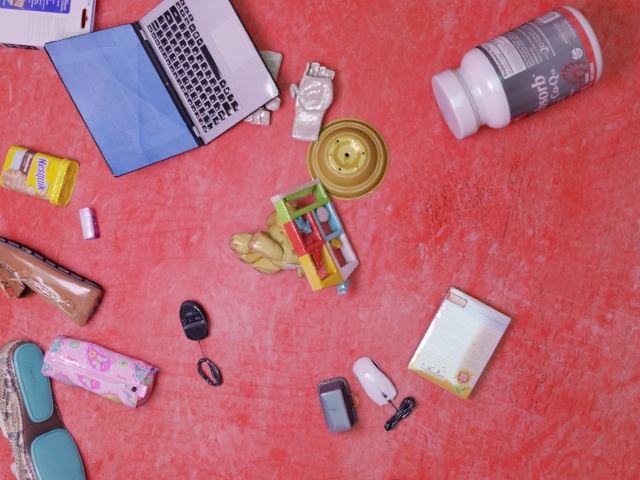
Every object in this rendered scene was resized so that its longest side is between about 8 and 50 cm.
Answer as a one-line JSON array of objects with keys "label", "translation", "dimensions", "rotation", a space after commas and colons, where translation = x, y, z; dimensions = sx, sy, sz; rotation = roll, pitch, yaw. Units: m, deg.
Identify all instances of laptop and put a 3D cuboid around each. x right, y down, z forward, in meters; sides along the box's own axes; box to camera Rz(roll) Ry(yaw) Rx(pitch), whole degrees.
[{"label": "laptop", "translation": [-0.388, -0.425, 1.697], "dimensions": [0.408, 0.236, 0.381], "rotation": [-30, 88, 23]}]

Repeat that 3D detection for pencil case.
[{"label": "pencil case", "translation": [-0.567, 0.339, 1.766], "dimensions": [0.284, 0.124, 0.124], "rotation": [20, 91, 4]}]

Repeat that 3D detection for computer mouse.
[{"label": "computer mouse", "translation": [-0.310, 0.269, 1.797], "dimensions": [0.071, 0.041, 0.241], "rotation": [-16, 95, 12]}, {"label": "computer mouse", "translation": [0.154, 0.388, 1.760], "dimensions": [0.106, 0.042, 0.193], "rotation": [-40, 87, 3]}]

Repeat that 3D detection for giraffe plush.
[{"label": "giraffe plush", "translation": [-0.102, -0.017, 1.731], "dimensions": [0.210, 0.181, 0.170], "rotation": [9, 66, 23]}]

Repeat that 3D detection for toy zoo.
[{"label": "toy zoo", "translation": [0.000, 0.000, 1.699], "dimensions": [0.030, 0.192, 0.293], "rotation": [-23, 93, 36]}]

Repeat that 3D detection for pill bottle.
[{"label": "pill bottle", "translation": [0.472, -0.400, 1.666], "dimensions": [0.363, 0.210, 0.210], "rotation": [-25, 88, 4]}]

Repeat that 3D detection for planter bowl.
[{"label": "planter bowl", "translation": [0.069, -0.214, 1.748], "dimensions": [0.217, 0.090, 0.217], "rotation": [0, 90, 4]}]

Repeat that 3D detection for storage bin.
[{"label": "storage bin", "translation": [0.047, 0.425, 1.742], "dimensions": [0.098, 0.091, 0.135], "rotation": [-15, 89, 3]}]

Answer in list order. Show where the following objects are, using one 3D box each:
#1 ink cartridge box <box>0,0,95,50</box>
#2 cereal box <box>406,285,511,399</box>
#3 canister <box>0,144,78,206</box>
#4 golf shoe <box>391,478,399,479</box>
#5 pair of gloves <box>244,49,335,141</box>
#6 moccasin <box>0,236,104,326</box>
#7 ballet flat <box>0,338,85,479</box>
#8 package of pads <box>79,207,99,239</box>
[{"label": "ink cartridge box", "translation": [-0.751, -0.592, 1.817], "dimensions": [0.333, 0.065, 0.165], "rotation": [7, 90, 5]}, {"label": "cereal box", "translation": [0.352, 0.260, 1.746], "dimensions": [0.173, 0.047, 0.240], "rotation": [29, 91, 3]}, {"label": "canister", "translation": [-0.744, -0.173, 1.807], "dimensions": [0.170, 0.073, 0.126], "rotation": [16, 90, 5]}, {"label": "golf shoe", "translation": [0.215, 0.707, 1.732], "dimensions": [0.068, 0.086, 0.186], "rotation": [-25, 89, 2]}, {"label": "pair of gloves", "translation": [-0.088, -0.378, 1.769], "dimensions": [0.240, 0.042, 0.204], "rotation": [19, 90, 11]}, {"label": "moccasin", "translation": [-0.760, 0.101, 1.782], "dimensions": [0.380, 0.139, 0.146], "rotation": [29, 82, -6]}, {"label": "ballet flat", "translation": [-0.752, 0.500, 1.776], "dimensions": [0.182, 0.164, 0.482], "rotation": [-25, 82, 24]}, {"label": "package of pads", "translation": [-0.611, -0.044, 1.808], "dimensions": [0.032, 0.050, 0.083], "rotation": [-10, 88, 3]}]
